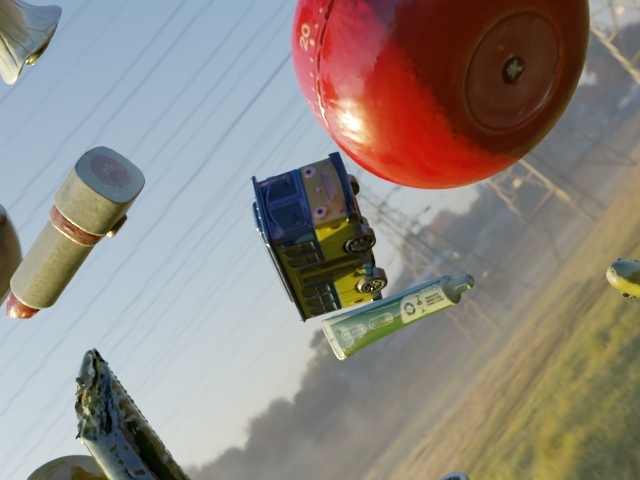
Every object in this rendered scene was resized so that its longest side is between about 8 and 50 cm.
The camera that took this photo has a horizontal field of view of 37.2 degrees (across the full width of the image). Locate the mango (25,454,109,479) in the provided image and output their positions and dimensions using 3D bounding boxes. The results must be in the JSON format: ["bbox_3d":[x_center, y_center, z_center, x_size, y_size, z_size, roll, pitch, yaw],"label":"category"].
[{"bbox_3d":[-0.479,0.475,1.833,0.191,0.122,0.085,-12,-32,-27],"label":"mango"}]

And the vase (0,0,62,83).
[{"bbox_3d":[-0.716,-0.489,1.798,0.250,0.445,0.250,-32,39,31],"label":"vase"}]

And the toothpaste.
[{"bbox_3d":[0.160,0.150,1.977,0.392,0.099,0.061,-27,-1,37],"label":"toothpaste"}]

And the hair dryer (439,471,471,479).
[{"bbox_3d":[0.182,0.485,1.472,0.236,0.131,0.073,-44,17,-25],"label":"hair dryer"}]

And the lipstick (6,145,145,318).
[{"bbox_3d":[-0.214,0.010,0.790,0.186,0.057,0.063,-49,8,30],"label":"lipstick"}]

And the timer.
[{"bbox_3d":[0.158,-0.250,1.200,0.378,0.279,0.378,-15,-56,-23],"label":"timer"}]

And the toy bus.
[{"bbox_3d":[0.000,0.000,1.550,0.175,0.138,0.288,-17,-33,2],"label":"toy bus"}]

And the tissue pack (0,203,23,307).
[{"bbox_3d":[-0.617,0.080,1.441,0.333,0.229,0.236,-58,-9,-36],"label":"tissue pack"}]

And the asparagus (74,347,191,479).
[{"bbox_3d":[-0.339,0.361,1.663,0.128,0.382,0.108,-31,-16,-30],"label":"asparagus"}]

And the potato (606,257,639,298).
[{"bbox_3d":[0.703,0.089,2.107,0.188,0.105,0.085,10,-74,-53],"label":"potato"}]
